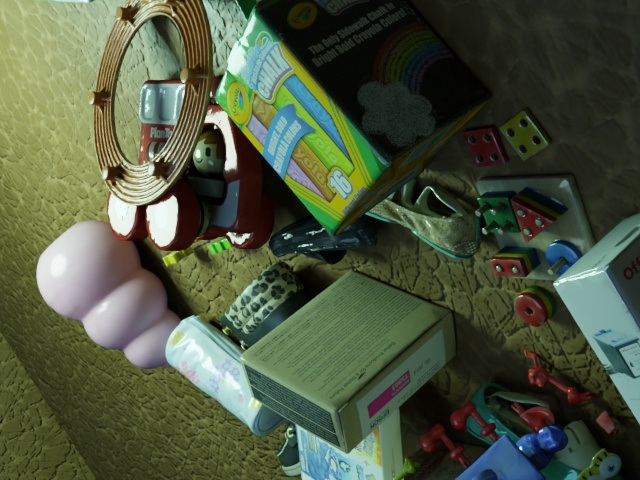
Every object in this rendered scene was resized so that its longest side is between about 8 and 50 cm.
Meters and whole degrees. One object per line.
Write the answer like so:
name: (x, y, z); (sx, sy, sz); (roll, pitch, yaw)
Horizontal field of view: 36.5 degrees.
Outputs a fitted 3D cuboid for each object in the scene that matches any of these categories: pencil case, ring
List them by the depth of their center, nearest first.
ring: (-0.256, -0.217, 1.388); (0.336, 0.032, 0.337); (-10, 77, 49)
pencil case: (-0.168, 0.248, 1.805); (0.273, 0.113, 0.124); (31, 143, 34)

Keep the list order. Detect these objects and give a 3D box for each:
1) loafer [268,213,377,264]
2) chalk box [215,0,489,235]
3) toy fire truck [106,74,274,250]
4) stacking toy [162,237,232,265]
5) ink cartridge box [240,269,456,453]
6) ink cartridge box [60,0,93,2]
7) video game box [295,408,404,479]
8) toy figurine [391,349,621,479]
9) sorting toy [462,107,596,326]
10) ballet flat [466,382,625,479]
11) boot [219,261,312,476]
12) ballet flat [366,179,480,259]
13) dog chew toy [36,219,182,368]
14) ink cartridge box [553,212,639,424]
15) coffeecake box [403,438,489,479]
loafer: (0.000, 0.000, 1.388); (0.223, 0.076, 0.078); (-19, 96, 53)
chalk box: (0.009, -0.189, 1.107); (0.289, 0.180, 0.179); (50, 148, 8)
toy fire truck: (-0.189, -0.118, 1.443); (0.302, 0.169, 0.254); (10, 99, 51)
stacking toy: (-0.238, -0.051, 1.677); (0.221, 0.052, 0.167); (-14, 105, 51)
ink cartridge box: (0.040, 0.159, 1.337); (0.193, 0.234, 0.088); (24, 137, 40)
ink cartridge box: (-0.385, -0.499, 1.380); (0.211, 0.121, 0.289); (16, 131, 44)
video game box: (0.039, 0.299, 1.407); (0.187, 0.048, 0.205); (17, 122, 42)
toy figurine: (0.170, 0.286, 1.127); (0.191, 0.362, 0.217); (51, -174, 23)
sorting toy: (0.236, -0.013, 1.097); (0.132, 0.046, 0.275); (2, 121, 51)
ballet flat: (0.294, 0.258, 1.249); (0.247, 0.083, 0.087); (27, 125, 34)
boot: (-0.044, 0.219, 1.595); (0.284, 0.138, 0.377); (49, 148, 10)
ballet flat: (0.120, -0.043, 1.220); (0.206, 0.073, 0.067); (26, 111, 33)
dog chew toy: (-0.401, 0.120, 1.922); (0.332, 0.206, 0.206); (48, 148, -3)
ink cartridge box: (0.341, 0.078, 0.958); (0.191, 0.139, 0.082); (57, 150, -3)
coffeecake box: (0.194, 0.367, 1.417); (0.185, 0.142, 0.068); (-3, 116, 53)
